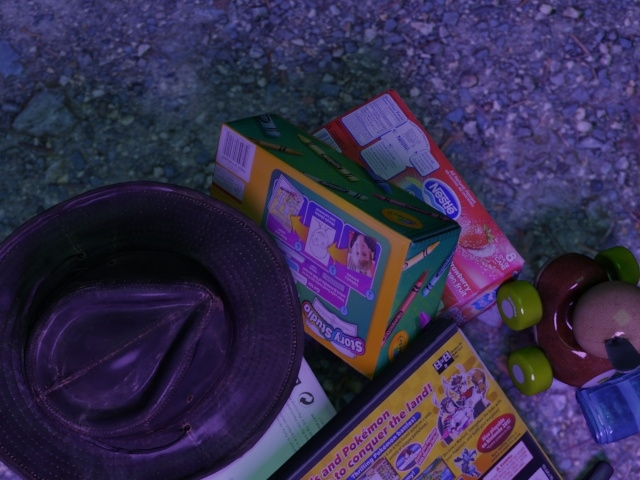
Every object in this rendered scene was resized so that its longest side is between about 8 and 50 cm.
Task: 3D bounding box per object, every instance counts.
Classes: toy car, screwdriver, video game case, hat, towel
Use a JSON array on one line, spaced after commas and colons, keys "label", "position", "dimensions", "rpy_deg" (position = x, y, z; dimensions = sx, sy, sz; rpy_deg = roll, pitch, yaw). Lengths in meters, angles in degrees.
[{"label": "toy car", "position": [0.299, 0.097, 1.110], "dimensions": [0.155, 0.188, 0.149], "rpy_deg": [-18, 107, -19]}, {"label": "screwdriver", "position": [0.252, 0.297, 1.134], "dimensions": [0.024, 0.025, 0.170], "rpy_deg": [38, 71, 14]}, {"label": "video game case", "position": [0.095, 0.257, 1.071], "dimensions": [0.275, 0.035, 0.248], "rpy_deg": [-41, 109, -16]}, {"label": "hat", "position": [-0.171, 0.087, 0.989], "dimensions": [0.331, 0.134, 0.331], "rpy_deg": [1, 81, -8]}, {"label": "towel", "position": [0.344, 0.175, 1.185], "dimensions": [0.119, 0.029, 0.067], "rpy_deg": [-18, 69, -9]}]

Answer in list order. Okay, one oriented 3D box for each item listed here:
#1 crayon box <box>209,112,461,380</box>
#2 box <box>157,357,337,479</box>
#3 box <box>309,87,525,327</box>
[{"label": "crayon box", "position": [0.000, 0.000, 1.133], "dimensions": [0.278, 0.165, 0.081], "rpy_deg": [34, 35, 33]}, {"label": "box", "position": [-0.084, 0.193, 1.122], "dimensions": [0.182, 0.119, 0.181], "rpy_deg": [-28, 70, -12]}, {"label": "box", "position": [0.096, -0.022, 1.215], "dimensions": [0.128, 0.122, 0.257], "rpy_deg": [-31, 71, -11]}]
